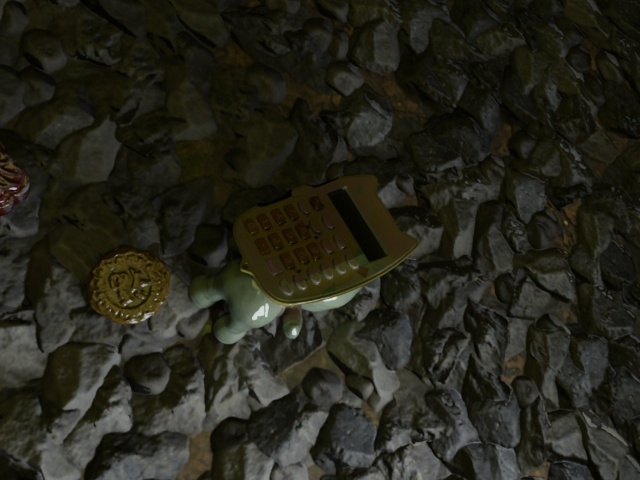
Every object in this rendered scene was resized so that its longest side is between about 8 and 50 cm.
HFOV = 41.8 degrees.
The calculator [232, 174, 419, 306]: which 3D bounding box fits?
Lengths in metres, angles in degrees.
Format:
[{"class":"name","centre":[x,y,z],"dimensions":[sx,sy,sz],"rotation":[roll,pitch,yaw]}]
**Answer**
[{"class":"calculator","centre":[0.000,0.000,1.056],"dimensions":[0.236,0.033,0.157],"rotation":[-19,68,-29]}]

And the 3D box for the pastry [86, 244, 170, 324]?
[{"class":"pastry","centre":[-0.239,0.055,1.043],"dimensions":[0.109,0.057,0.097],"rotation":[-29,93,-24]}]

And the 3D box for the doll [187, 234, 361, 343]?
[{"class":"doll","centre":[-0.031,0.043,1.095],"dimensions":[0.275,0.113,0.155],"rotation":[-23,78,-25]}]

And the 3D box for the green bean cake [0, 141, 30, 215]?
[{"class":"green bean cake","centre":[-0.434,-0.075,0.997],"dimensions":[0.135,0.056,0.136],"rotation":[47,65,-3]}]
